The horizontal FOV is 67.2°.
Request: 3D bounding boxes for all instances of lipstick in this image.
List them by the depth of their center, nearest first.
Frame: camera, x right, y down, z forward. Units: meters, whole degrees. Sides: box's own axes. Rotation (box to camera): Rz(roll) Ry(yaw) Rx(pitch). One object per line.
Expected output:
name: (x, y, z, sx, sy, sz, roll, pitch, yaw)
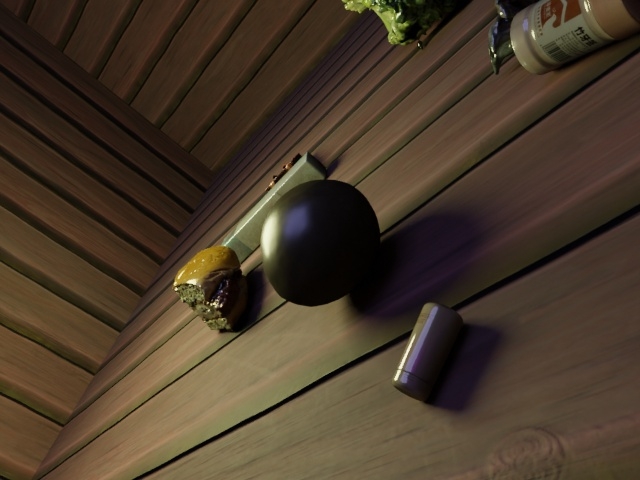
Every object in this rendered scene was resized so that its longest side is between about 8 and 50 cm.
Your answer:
lipstick: (-0.134, -0.085, 1.339, 0.371, 0.076, 0.080, -43, 19, 21)

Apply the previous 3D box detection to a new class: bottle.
bottle: (0.110, 0.115, 0.501, 0.097, 0.045, 0.045, -59, 21, -19)

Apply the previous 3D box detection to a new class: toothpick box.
toothpick box: (0.341, -0.292, 0.630, 0.099, 0.098, 0.149, -59, 20, -20)

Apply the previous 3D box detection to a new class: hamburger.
hamburger: (-0.257, 0.110, 1.169, 0.282, 0.155, 0.245, -25, 25, 42)

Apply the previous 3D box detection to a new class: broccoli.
broccoli: (0.223, -0.665, 1.338, 0.347, 0.281, 0.294, 0, 69, 21)

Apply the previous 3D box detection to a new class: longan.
longan: (0.000, 0.000, 0.744, 0.198, 0.198, 0.212, -46, 15, 14)

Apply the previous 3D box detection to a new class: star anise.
star anise: (0.322, -0.366, 0.739, 0.180, 0.205, 0.061, -32, 62, -10)

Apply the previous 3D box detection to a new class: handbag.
handbag: (-0.097, -0.193, 1.437, 0.127, 0.062, 0.190, -46, 8, 13)
